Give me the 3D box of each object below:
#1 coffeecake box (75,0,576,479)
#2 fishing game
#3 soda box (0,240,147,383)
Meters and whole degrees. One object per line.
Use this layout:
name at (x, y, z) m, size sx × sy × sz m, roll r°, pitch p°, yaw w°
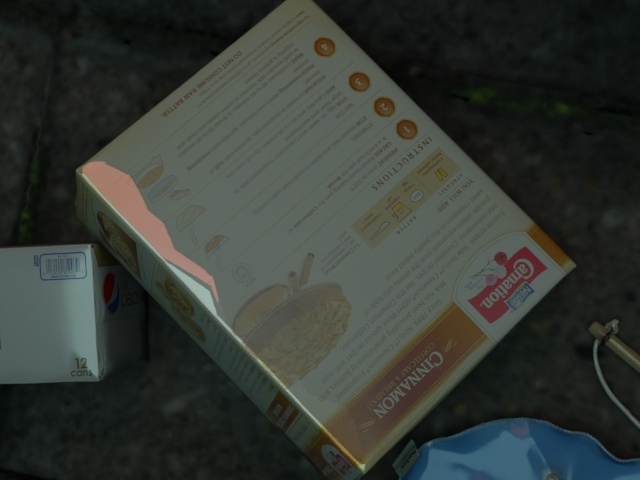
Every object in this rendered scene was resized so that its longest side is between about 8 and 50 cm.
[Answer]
coffeecake box at (0.000, 0.000, 0.668) m, size 0.142 × 0.068 × 0.185 m, roll -42°, pitch 82°, yaw -19°
fishing game at (0.100, 0.174, 0.677) m, size 0.189 × 0.041 × 0.264 m, roll 41°, pitch 88°, yaw 8°
soda box at (-0.202, 0.038, 0.736) m, size 0.216 × 0.074 × 0.069 m, roll -2°, pitch 91°, yaw 12°
